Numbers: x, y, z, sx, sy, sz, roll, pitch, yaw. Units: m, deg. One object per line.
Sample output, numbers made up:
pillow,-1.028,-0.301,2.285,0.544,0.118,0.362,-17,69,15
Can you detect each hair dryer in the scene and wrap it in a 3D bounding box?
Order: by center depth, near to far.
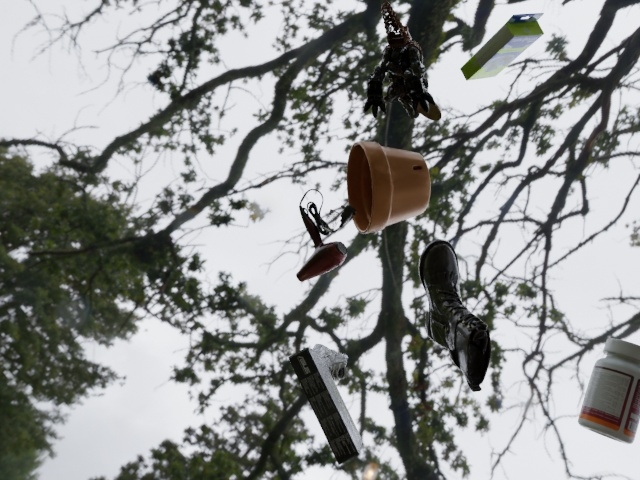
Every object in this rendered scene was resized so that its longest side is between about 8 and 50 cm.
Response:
hair dryer,0.000,0.000,1.667,0.224,0.080,0.293,25,-83,43

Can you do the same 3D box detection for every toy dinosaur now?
toy dinosaur,0.190,-0.420,1.297,0.164,0.218,0.322,-16,-44,39

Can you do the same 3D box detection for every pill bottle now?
pill bottle,0.705,0.355,1.255,0.121,0.221,0.121,22,-11,5

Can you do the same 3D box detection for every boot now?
boot,0.281,0.141,1.067,0.229,0.091,0.262,-124,-153,-77
boot,0.020,0.382,1.584,0.124,0.258,0.095,14,-78,8

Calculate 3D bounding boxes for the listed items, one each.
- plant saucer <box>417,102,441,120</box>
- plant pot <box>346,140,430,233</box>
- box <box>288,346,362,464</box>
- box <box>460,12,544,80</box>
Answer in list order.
plant saucer,0.279,-0.342,1.356,0.083,0.015,0.083,34,-10,7
plant pot,0.217,-0.172,1.679,0.291,0.204,0.290,176,-90,-79
box,0.013,0.287,0.940,0.190,0.045,0.184,63,-3,16
box,0.414,-0.434,1.193,0.178,0.109,0.042,-40,-110,58
